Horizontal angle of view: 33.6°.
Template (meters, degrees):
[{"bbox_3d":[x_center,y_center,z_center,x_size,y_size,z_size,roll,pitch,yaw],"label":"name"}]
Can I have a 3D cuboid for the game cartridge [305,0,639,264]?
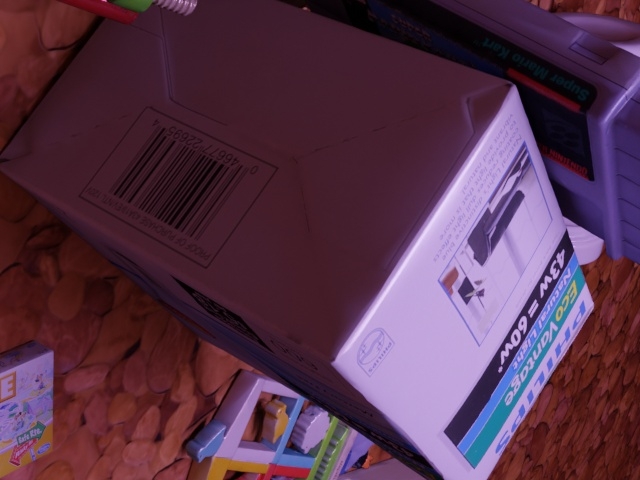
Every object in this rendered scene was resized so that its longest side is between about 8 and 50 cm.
[{"bbox_3d":[0.132,-0.107,0.798,0.068,0.355,0.230,-52,152,-5],"label":"game cartridge"}]

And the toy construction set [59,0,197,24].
[{"bbox_3d":[-0.152,-0.300,0.643,0.237,0.257,0.309,11,111,-42],"label":"toy construction set"}]

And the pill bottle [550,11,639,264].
[{"bbox_3d":[0.363,-0.142,1.518,0.188,0.187,0.334,-28,131,-47],"label":"pill bottle"}]

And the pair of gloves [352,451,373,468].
[{"bbox_3d":[0.063,0.283,1.498,0.074,0.010,0.083,32,83,-53],"label":"pair of gloves"}]

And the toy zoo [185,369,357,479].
[{"bbox_3d":[-0.062,0.258,1.254,0.293,0.030,0.192,23,91,-54],"label":"toy zoo"}]

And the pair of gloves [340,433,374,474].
[{"bbox_3d":[0.051,0.216,1.424,0.159,0.023,0.198,-14,116,-50],"label":"pair of gloves"}]

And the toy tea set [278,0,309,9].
[{"bbox_3d":[0.010,-0.339,0.909,0.200,0.124,0.336,-16,122,-52],"label":"toy tea set"}]

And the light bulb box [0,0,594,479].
[{"bbox_3d":[0.000,0.000,0.886,0.225,0.358,0.361,-55,146,-12],"label":"light bulb box"}]

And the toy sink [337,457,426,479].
[{"bbox_3d":[0.085,0.418,1.503,0.234,0.131,0.153,4,105,-58],"label":"toy sink"}]

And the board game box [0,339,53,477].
[{"bbox_3d":[-0.287,0.156,0.864,0.154,0.026,0.104,-24,128,-49],"label":"board game box"}]
